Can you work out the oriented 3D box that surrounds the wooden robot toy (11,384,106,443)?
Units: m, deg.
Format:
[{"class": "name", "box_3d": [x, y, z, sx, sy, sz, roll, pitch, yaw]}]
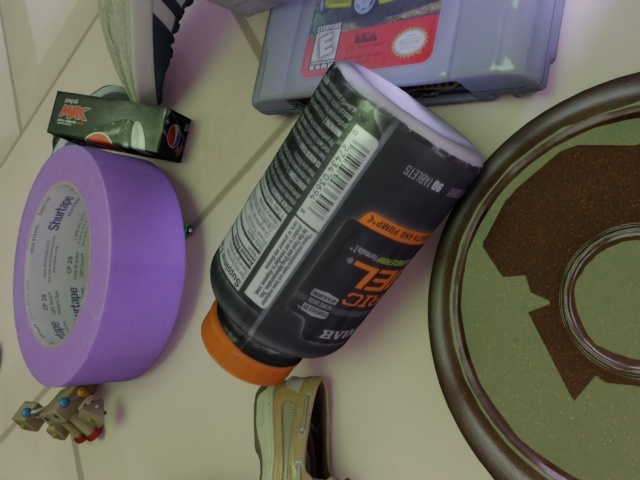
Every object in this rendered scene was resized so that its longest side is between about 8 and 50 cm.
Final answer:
[{"class": "wooden robot toy", "box_3d": [-0.306, 0.201, 0.718, 0.173, 0.076, 0.079, -21, 31, 35]}]

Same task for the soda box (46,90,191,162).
[{"class": "soda box", "box_3d": [-0.250, -0.141, 0.709, 0.168, 0.053, 0.060, 12, 87, 19]}]

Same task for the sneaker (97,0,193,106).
[{"class": "sneaker", "box_3d": [-0.175, -0.317, 0.671, 0.131, 0.148, 0.350, 49, 142, 33]}]

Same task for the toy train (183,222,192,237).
[{"class": "toy train", "box_3d": [-0.183, -0.016, 0.679, 0.083, 0.023, 0.017, 6, 83, 42]}]

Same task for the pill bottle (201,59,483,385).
[{"class": "pill bottle", "box_3d": [0.000, 0.000, 0.443, 0.246, 0.130, 0.130, -55, 51, 22]}]

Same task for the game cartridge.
[{"class": "game cartridge", "box_3d": [0.063, -0.214, 0.502, 0.294, 0.060, 0.196, 6, 79, 41]}]

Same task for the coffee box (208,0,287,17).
[{"class": "coffee box", "box_3d": [-0.090, -0.401, 0.378, 0.337, 0.338, 0.334, 14, 92, 55]}]

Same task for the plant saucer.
[{"class": "plant saucer", "box_3d": [0.190, 0.036, 0.332, 0.310, 0.050, 0.311, -11, 73, 39]}]

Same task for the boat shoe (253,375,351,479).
[{"class": "boat shoe", "box_3d": [-0.010, 0.201, 0.452, 0.072, 0.068, 0.190, -18, 67, 24]}]

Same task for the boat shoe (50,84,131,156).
[{"class": "boat shoe", "box_3d": [-0.340, -0.180, 0.827, 0.183, 0.065, 0.083, -37, 59, 29]}]

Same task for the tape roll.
[{"class": "tape roll", "box_3d": [-0.272, 0.030, 0.680, 0.274, 0.090, 0.275, -6, 81, 44]}]
